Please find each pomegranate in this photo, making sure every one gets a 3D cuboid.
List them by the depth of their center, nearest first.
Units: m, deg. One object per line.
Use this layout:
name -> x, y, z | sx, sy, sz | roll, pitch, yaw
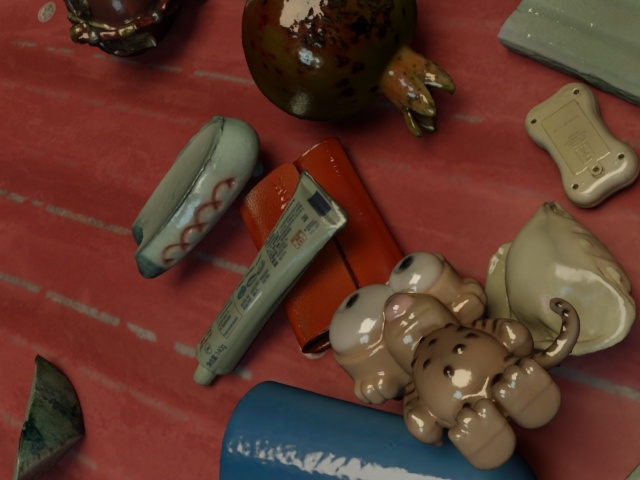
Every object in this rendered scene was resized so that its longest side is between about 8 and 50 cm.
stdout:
pomegranate -> 0.023, -0.201, 0.976 | 0.198, 0.198, 0.246 | -30, 98, 17

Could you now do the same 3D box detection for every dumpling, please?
dumpling -> 0.198, 0.051, 0.804 | 0.134, 0.099, 0.169 | -50, 52, 19

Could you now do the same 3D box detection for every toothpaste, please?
toothpaste -> -0.063, 0.053, 0.945 | 0.268, 0.047, 0.069 | -56, 27, 25

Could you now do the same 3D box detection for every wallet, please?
wallet -> 0.000, 0.000, 0.970 | 0.142, 0.045, 0.204 | -37, 56, 15

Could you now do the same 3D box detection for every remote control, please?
remote control -> 0.247, -0.091, 0.870 | 0.074, 0.032, 0.122 | -35, 57, 20

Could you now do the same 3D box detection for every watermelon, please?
watermelon -> -0.325, 0.215, 1.063 | 0.094, 0.081, 0.180 | -29, 41, 36

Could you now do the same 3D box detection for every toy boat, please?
toy boat -> -0.138, -0.048, 1.050 | 0.208, 0.078, 0.134 | -51, 23, 12

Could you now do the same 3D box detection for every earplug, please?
earplug -> 0.058, 0.211, 0.806 | 0.272, 0.132, 0.133 | 6, 73, 28

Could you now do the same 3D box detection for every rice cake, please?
rice cake -> 0.294, -0.200, 0.882 | 0.237, 0.043, 0.127 | 38, 92, 36

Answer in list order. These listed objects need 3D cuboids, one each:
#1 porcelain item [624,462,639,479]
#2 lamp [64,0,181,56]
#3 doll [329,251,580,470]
porcelain item -> 0.366, 0.208, 0.602 | 0.286, 0.157, 0.281 | -49, 56, 3
lamp -> -0.256, -0.331, 1.211 | 0.215, 0.151, 0.223 | 33, 45, 30
doll -> 0.105, 0.092, 0.772 | 0.154, 0.119, 0.278 | -45, 20, -9
